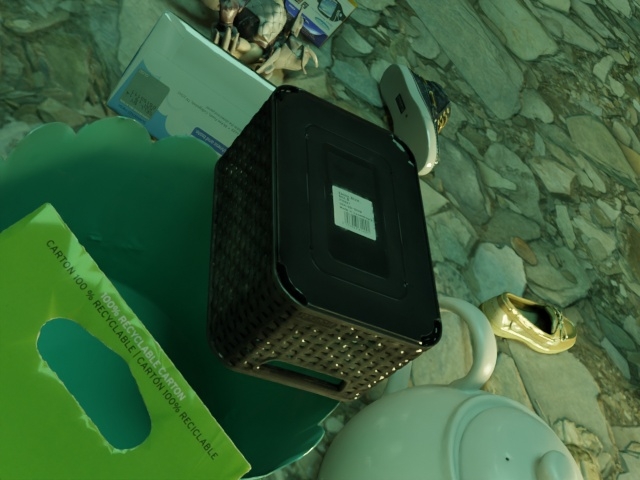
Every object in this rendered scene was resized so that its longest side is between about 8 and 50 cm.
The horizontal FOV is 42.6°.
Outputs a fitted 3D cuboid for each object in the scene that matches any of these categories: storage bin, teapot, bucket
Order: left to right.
[{"bbox_3d":[-0.139,0.072,0.572,0.281,0.183,0.281,23,45,-25],"label":"bucket"},{"bbox_3d":[0.000,0.000,0.543,0.122,0.084,0.180,21,45,-28],"label":"storage bin"},{"bbox_3d":[0.130,0.214,0.679,0.256,0.187,0.252,40,40,-6],"label":"teapot"}]

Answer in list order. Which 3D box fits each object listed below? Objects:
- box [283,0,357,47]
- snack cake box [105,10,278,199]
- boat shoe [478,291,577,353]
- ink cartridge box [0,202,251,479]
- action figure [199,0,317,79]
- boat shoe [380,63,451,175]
[{"bbox_3d":[-0.007,-0.316,1.120,0.081,0.028,0.136,40,43,-6],"label":"box"},{"bbox_3d":[-0.091,-0.123,0.744,0.152,0.089,0.264,33,7,-12],"label":"snack cake box"},{"bbox_3d":[0.261,0.096,0.990,0.153,0.048,0.056,20,47,-27],"label":"boat shoe"},{"bbox_3d":[-0.166,0.121,0.348,0.255,0.097,0.189,-39,100,-20],"label":"ink cartridge box"},{"bbox_3d":[-0.114,-0.293,0.961,0.285,0.099,0.185,38,36,-13],"label":"action figure"},{"bbox_3d":[0.141,-0.157,1.083,0.083,0.065,0.183,13,49,-31],"label":"boat shoe"}]
